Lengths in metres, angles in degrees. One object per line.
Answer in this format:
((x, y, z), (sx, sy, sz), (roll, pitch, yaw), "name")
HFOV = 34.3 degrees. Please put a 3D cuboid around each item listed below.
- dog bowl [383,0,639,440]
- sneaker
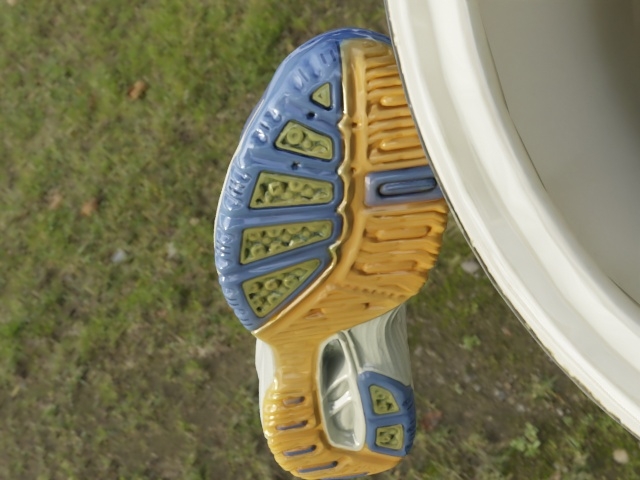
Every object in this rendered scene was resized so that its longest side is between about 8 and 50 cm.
((0.211, -0.103, 0.303), (0.150, 0.408, 0.408), (-20, 21, -40), "dog bowl")
((0.000, 0.000, 0.562), (0.112, 0.296, 0.131), (-1, 44, -4), "sneaker")
